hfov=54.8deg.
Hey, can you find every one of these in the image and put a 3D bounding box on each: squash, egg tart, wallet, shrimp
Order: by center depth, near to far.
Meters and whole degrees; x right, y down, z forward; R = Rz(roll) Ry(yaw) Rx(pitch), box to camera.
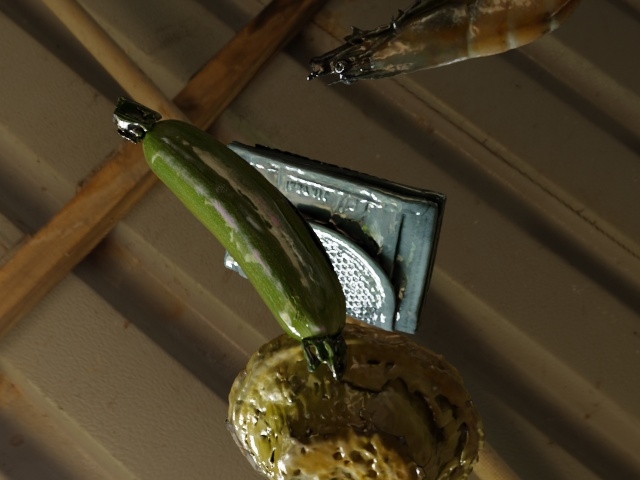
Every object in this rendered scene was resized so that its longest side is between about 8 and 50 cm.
[{"bbox_3d":[-0.065,-0.019,0.537,0.318,0.080,0.071,48,-69,18],"label":"squash"},{"bbox_3d":[0.027,0.184,0.556,0.241,0.241,0.106,18,-150,-2],"label":"egg tart"},{"bbox_3d":[0.100,-0.244,0.570,0.262,0.051,0.198,-16,-111,17],"label":"shrimp"},{"bbox_3d":[0.000,0.000,0.923,0.342,0.237,0.075,18,-147,20],"label":"wallet"}]
